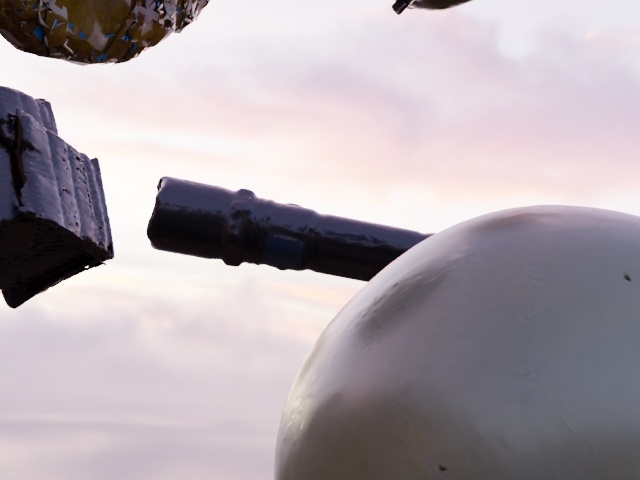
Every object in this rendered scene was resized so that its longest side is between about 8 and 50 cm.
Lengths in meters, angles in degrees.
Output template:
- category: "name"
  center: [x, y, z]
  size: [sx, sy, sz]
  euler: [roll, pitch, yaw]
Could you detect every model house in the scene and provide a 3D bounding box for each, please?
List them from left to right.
- category: "model house"
  center: [-0.472, -0.078, 1.585]
  size: [0.282, 0.317, 0.297]
  euler: [-9, -18, -27]

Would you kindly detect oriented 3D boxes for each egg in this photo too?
- category: "egg"
  center: [0.103, 0.094, 0.500]
  size: [0.269, 0.219, 0.219]
  euler: [-13, -1, -31]

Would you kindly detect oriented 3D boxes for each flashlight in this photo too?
- category: "flashlight"
  center: [0.000, 0.000, 1.294]
  size: [0.424, 0.103, 0.103]
  euler: [10, -10, 0]

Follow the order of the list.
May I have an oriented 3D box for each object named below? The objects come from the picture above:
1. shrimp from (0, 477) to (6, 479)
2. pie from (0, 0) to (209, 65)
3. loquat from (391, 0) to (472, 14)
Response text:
- category: "shrimp"
  center: [-0.213, 0.294, 0.842]
  size: [0.445, 0.221, 0.110]
  euler: [27, -62, -35]
- category: "pie"
  center: [-0.133, -0.232, 0.636]
  size: [0.069, 0.273, 0.273]
  euler: [13, 0, 40]
- category: "loquat"
  center: [0.107, -0.275, 0.858]
  size: [0.149, 0.204, 0.172]
  euler: [48, -33, -11]
